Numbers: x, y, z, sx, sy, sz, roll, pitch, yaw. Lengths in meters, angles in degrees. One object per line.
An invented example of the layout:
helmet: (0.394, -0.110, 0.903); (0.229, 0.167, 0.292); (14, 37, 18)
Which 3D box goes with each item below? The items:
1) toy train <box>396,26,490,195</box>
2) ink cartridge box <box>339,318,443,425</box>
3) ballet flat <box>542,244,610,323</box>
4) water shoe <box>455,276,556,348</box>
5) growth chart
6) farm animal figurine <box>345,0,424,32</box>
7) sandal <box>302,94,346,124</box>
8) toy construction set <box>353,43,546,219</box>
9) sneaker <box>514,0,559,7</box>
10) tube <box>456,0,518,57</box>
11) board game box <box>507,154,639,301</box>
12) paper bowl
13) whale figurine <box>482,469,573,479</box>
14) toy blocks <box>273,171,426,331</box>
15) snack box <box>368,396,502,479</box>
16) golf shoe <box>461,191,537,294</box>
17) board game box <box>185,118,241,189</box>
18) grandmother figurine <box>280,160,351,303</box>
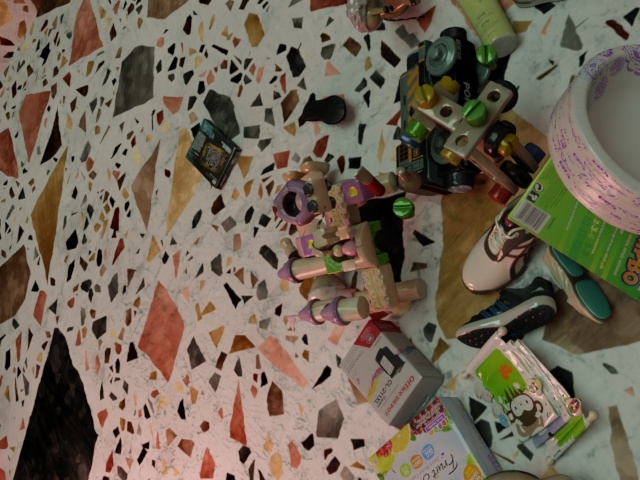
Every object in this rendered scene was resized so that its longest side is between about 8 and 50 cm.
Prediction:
toy train: (0.230, -0.241, 1.471); (0.190, 0.142, 0.333); (-18, 68, 51)
ink cartridge box: (0.137, 0.258, 1.490); (0.175, 0.072, 0.127); (46, 113, 41)
ballet flat: (0.426, 0.076, 1.271); (0.052, 0.057, 0.168); (110, 147, -48)
water shoe: (0.330, 0.131, 1.347); (0.203, 0.073, 0.080); (-28, 34, 39)
growth chart: (0.345, 0.264, 1.292); (0.237, 0.021, 0.171); (48, 133, 35)
farm animal figurine: (0.127, -0.616, 1.596); (0.172, 0.330, 0.326); (2, 111, 42)
sandal: (0.017, -0.299, 1.761); (0.179, 0.040, 0.067); (18, 88, 60)
toy construction set: (0.194, -0.167, 1.235); (0.309, 0.237, 0.257); (-31, 70, 13)
sneaker: (0.407, -0.471, 1.381); (0.161, 0.075, 0.057); (-3, 79, 44)
tube: (0.312, -0.460, 1.488); (0.070, 0.062, 0.240); (-15, 58, -1)
board game box: (0.440, -0.017, 1.198); (0.259, 0.039, 0.124); (34, 109, 8)
paper bowl: (0.473, -0.135, 1.118); (0.148, 0.285, 0.284); (112, 149, -63)
whale figurine: (0.363, 0.470, 1.205); (0.272, 0.141, 0.216); (14, 92, 21)
toy blocks: (0.000, 0.029, 1.464); (0.260, 0.309, 0.288); (-13, 91, 36)
snack box: (0.208, 0.415, 1.388); (0.207, 0.070, 0.174); (-49, 51, 27)
golf shoe: (0.329, -0.013, 1.330); (0.273, 0.120, 0.105); (-50, 53, 27)
board game box: (-0.291, -0.235, 2.053); (0.186, 0.026, 0.126); (44, 112, 41)
grandmother figurine: (0.000, 0.000, 1.670); (0.208, 0.104, 0.342); (-28, 65, 48)
